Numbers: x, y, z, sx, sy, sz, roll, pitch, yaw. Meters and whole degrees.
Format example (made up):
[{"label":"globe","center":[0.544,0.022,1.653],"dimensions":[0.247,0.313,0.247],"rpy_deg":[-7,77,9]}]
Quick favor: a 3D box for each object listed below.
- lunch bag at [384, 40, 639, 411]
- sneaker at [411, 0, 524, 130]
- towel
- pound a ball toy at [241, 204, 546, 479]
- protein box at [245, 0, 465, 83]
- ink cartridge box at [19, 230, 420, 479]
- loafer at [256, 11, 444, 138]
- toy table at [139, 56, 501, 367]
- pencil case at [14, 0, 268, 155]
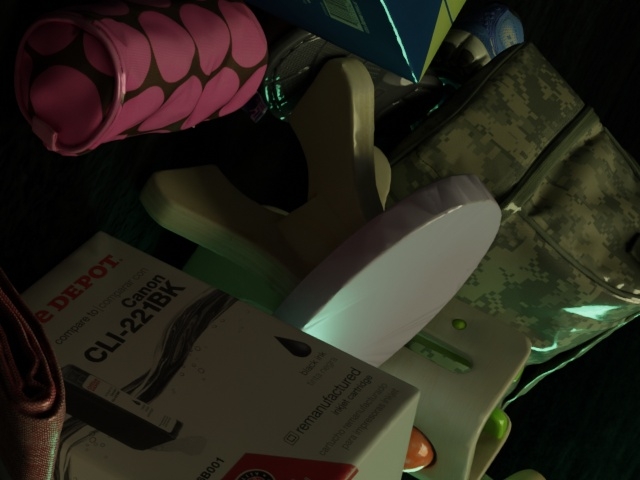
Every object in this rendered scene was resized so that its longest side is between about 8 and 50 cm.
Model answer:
[{"label":"lunch bag","center":[0.148,0.013,1.670],"dimensions":[0.305,0.256,0.212],"rpy_deg":[-41,-179,45]},{"label":"sneaker","center":[0.156,-0.100,1.878],"dimensions":[0.147,0.130,0.330],"rpy_deg":[-46,156,-36]},{"label":"towel","center":[-0.195,0.113,1.051],"dimensions":[0.037,0.237,0.329],"rpy_deg":[-15,141,-22]},{"label":"pound a ball toy","center":[0.043,0.138,1.590],"dimensions":[0.136,0.319,0.208],"rpy_deg":[-50,159,-35]},{"label":"protein box","center":[-0.010,-0.221,1.096],"dimensions":[0.136,0.201,0.200],"rpy_deg":[-60,162,-8]},{"label":"ink cartridge box","center":[-0.101,0.132,1.257],"dimensions":[0.197,0.273,0.114],"rpy_deg":[-44,151,-46]},{"label":"loafer","center":[0.008,-0.151,1.486],"dimensions":[0.109,0.095,0.302],"rpy_deg":[-35,163,14]},{"label":"toy table","center":[0.000,0.000,1.418],"dimensions":[0.274,0.161,0.252],"rpy_deg":[-46,156,25]},{"label":"pencil case","center":[-0.112,-0.105,1.181],"dimensions":[0.098,0.095,0.209],"rpy_deg":[-52,165,23]}]
